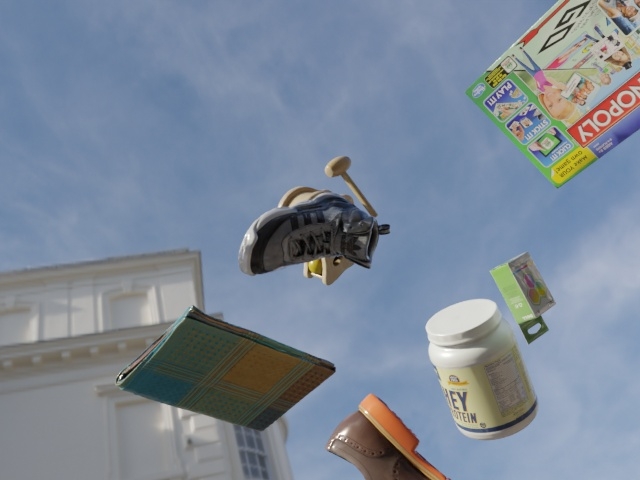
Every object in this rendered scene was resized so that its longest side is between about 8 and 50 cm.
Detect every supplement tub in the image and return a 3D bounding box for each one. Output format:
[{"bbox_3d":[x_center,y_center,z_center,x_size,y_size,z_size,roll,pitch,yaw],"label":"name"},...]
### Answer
[{"bbox_3d":[0.434,0.347,1.967,0.236,0.235,0.324,-23,-77,0],"label":"supplement tub"}]

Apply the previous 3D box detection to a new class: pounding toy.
[{"bbox_3d":[0.016,-0.033,1.526,0.154,0.155,0.269,-21,-65,-36],"label":"pounding toy"}]

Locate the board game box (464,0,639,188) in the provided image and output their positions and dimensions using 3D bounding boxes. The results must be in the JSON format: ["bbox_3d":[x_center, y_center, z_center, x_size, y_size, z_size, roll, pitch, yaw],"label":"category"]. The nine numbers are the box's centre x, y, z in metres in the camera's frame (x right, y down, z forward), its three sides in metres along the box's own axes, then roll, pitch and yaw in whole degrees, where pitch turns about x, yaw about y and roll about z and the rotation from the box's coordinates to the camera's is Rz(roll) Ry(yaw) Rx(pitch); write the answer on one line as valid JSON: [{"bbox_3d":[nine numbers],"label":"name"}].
[{"bbox_3d":[0.391,-0.245,1.039,0.213,0.046,0.317,46,-48,1],"label":"board game box"}]

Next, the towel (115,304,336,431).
[{"bbox_3d":[-0.187,0.271,1.467,0.370,0.040,0.271,27,-56,-34],"label":"towel"}]

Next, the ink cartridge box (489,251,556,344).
[{"bbox_3d":[0.523,0.143,1.827,0.109,0.209,0.062,-21,-7,-43],"label":"ink cartridge box"}]

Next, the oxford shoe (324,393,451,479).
[{"bbox_3d":[0.117,0.308,0.837,0.098,0.271,0.097,-41,-27,-9],"label":"oxford shoe"}]

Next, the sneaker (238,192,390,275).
[{"bbox_3d":[0.000,0.000,1.193,0.269,0.153,0.101,-28,-52,-43],"label":"sneaker"}]
